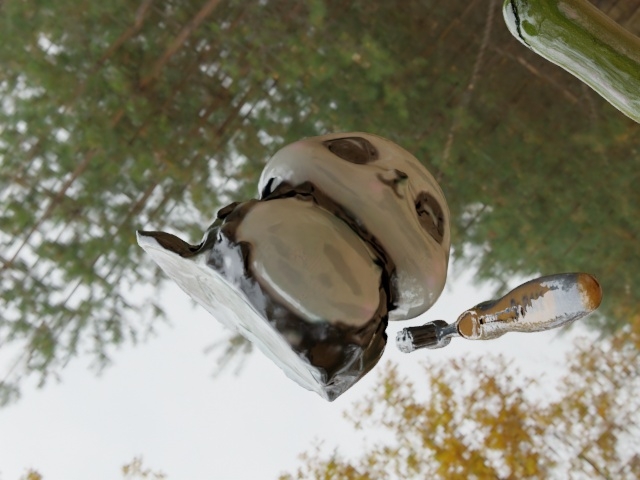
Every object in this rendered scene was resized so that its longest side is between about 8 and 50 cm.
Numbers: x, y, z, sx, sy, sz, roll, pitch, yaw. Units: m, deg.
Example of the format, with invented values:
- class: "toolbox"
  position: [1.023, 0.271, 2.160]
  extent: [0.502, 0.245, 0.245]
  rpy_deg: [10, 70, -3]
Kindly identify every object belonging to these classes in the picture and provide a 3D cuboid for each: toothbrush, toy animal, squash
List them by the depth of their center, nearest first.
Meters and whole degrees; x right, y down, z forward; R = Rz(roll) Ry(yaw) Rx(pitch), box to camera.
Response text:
- class: "toothbrush"
  position: [0.086, 0.044, 0.539]
  extent: [0.321, 0.031, 0.023]
  rpy_deg: [131, 123, -77]
- class: "toy animal"
  position: [0.000, 0.000, 0.660]
  extent: [0.166, 0.179, 0.138]
  rpy_deg: [48, 152, 3]
- class: "squash"
  position: [0.207, -0.127, 0.715]
  extent: [0.183, 0.052, 0.052]
  rpy_deg: [31, -165, -11]
